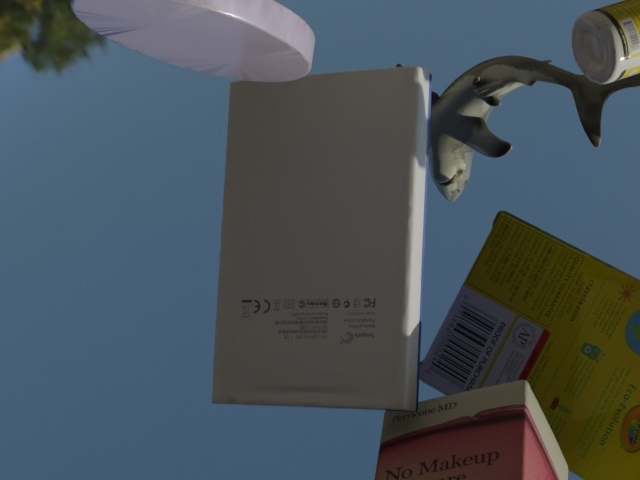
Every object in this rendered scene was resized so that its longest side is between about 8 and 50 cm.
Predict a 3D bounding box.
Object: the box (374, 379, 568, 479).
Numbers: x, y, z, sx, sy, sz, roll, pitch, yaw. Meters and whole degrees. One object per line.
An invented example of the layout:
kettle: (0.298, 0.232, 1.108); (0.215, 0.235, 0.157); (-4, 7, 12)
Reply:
box: (0.132, 0.256, 1.361); (0.148, 0.127, 0.232); (-15, -147, 19)

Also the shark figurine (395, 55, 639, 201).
shark figurine: (0.197, -0.160, 1.600); (0.278, 0.166, 0.116); (-24, -166, 48)

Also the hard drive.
hard drive: (0.000, 0.000, 1.467); (0.210, 0.040, 0.319); (-1, -99, 29)

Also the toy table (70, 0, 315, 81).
toy table: (-0.092, -0.237, 1.240); (0.252, 0.161, 0.274); (7, 175, 9)

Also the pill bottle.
pill bottle: (0.282, -0.180, 1.333); (0.116, 0.065, 0.065); (-19, -154, -23)

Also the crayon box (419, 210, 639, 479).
crayon box: (0.274, 0.128, 1.541); (0.318, 0.081, 0.202); (31, -84, 34)
